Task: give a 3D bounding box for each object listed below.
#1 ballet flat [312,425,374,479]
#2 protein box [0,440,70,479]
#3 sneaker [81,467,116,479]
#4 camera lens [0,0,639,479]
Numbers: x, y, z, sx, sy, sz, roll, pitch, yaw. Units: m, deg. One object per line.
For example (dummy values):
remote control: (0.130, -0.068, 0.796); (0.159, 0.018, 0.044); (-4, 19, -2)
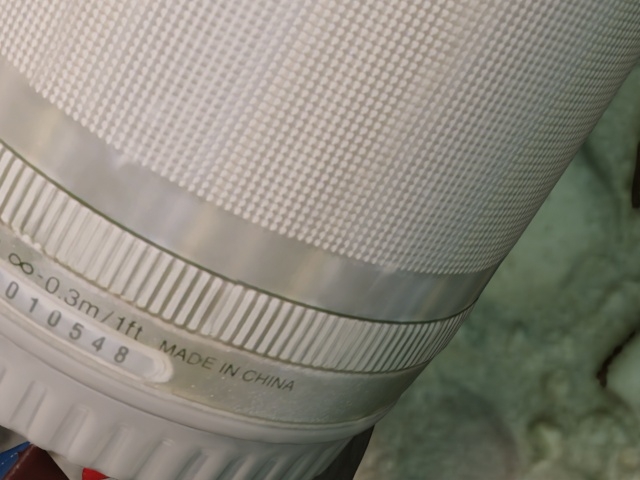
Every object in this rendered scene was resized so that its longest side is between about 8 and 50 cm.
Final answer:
ballet flat: (0.000, 0.000, 0.711); (0.058, 0.084, 0.250); (10, 94, 20)
protein box: (-0.153, 0.225, 0.708); (0.199, 0.136, 0.201); (-25, 109, 35)
sneaker: (-0.006, 0.131, 0.755); (0.221, 0.087, 0.128); (0, 108, -5)
camera lens: (-0.012, -0.082, 0.547); (0.219, 0.219, 0.274); (27, 112, -11)
